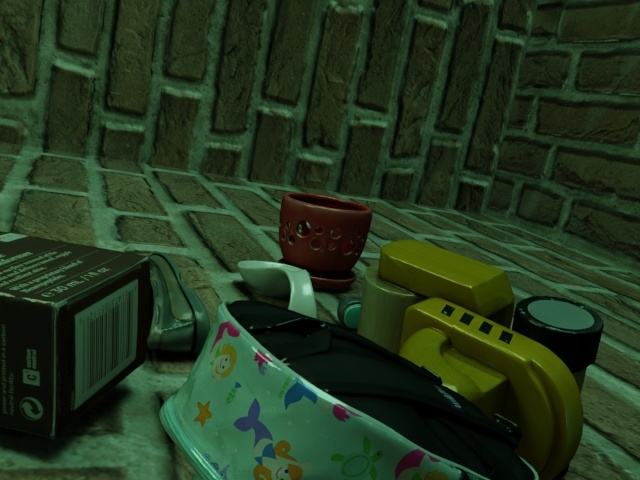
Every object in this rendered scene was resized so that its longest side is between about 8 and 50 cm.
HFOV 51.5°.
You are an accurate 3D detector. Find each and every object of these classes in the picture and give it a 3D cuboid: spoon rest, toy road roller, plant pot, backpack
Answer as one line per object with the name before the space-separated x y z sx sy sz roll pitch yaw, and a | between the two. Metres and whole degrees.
spoon rest | -0.066 0.074 1.191 0.137 0.084 0.276 7 13 -21
toy road roller | 0.136 0.150 0.761 0.240 0.203 0.329 -15 28 -42
plant pot | 0.000 0.000 1.383 0.191 0.174 0.191 11 12 -2
backpack | 0.007 0.158 0.498 0.253 0.191 0.225 37 -4 -40

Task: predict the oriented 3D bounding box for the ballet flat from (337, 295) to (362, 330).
ballet flat | 0.122 0.126 1.167 0.203 0.074 0.074 5 13 -17

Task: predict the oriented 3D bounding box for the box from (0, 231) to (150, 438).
box | -0.394 0.068 0.697 0.381 0.143 0.191 7 14 9

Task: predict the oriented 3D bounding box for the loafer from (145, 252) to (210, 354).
loafer | -0.243 0.083 0.965 0.084 0.096 0.267 -3 19 -31
